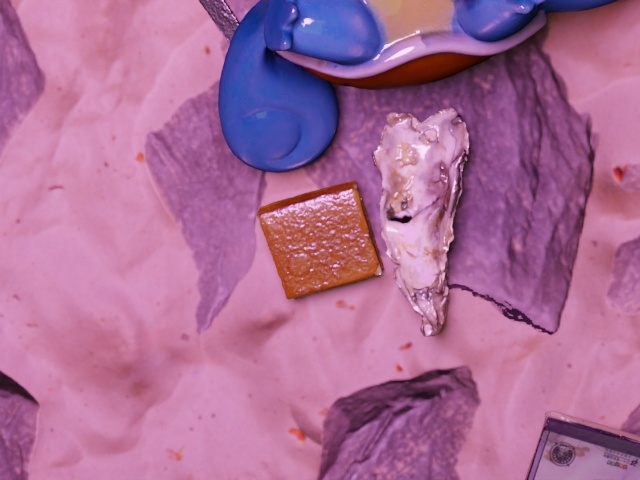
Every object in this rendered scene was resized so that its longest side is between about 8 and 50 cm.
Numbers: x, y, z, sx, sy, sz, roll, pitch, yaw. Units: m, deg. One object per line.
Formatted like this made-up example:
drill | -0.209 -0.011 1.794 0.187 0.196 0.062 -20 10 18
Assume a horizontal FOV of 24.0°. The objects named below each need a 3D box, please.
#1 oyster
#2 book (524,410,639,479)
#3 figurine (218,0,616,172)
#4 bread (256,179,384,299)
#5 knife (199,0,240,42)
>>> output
oyster | 0.088 -0.024 1.353 0.106 0.061 0.199 20 102 17
book | 0.254 0.288 1.419 0.157 0.026 0.231 16 103 0
figurine | 0.065 -0.211 1.220 0.416 0.298 0.243 -29 130 14
bread | 0.000 0.000 1.363 0.094 0.035 0.090 -16 101 7
knife | -0.104 -0.223 1.331 0.023 0.010 0.170 -33 101 16
